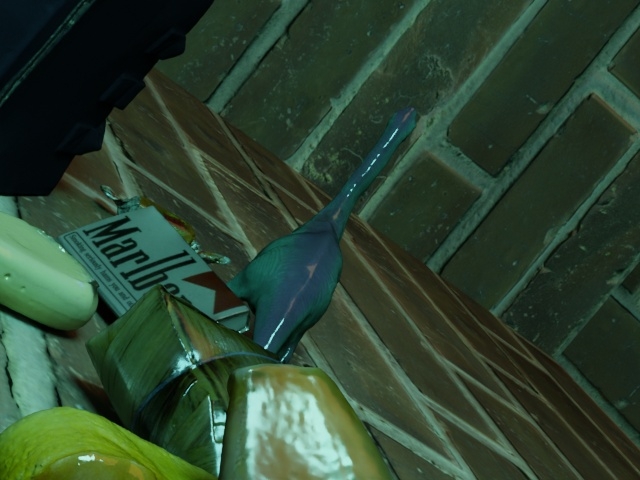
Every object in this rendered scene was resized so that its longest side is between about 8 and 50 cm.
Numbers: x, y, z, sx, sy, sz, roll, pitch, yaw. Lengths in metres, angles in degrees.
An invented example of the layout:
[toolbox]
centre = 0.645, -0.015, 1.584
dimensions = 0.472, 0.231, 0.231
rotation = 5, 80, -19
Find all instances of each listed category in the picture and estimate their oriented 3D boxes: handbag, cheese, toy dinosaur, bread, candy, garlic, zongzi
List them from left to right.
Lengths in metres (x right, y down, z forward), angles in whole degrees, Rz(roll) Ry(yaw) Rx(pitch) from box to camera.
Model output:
[cheese]
centre = -0.293, -0.003, 1.105
dimensions = 0.255, 0.050, 0.127
rotation = 30, 12, -49
[handbag]
centre = -0.262, -0.187, 1.374
dimensions = 0.122, 0.303, 0.329
rotation = 43, 8, 8
[candy]
centre = -0.193, -0.013, 1.662
dimensions = 0.182, 0.046, 0.053
rotation = 32, 12, -12
[bread]
centre = -0.090, 0.185, 0.806
dimensions = 0.245, 0.102, 0.094
rotation = 36, 2, -35
[zongzi]
centre = -0.054, 0.165, 1.072
dimensions = 0.221, 0.112, 0.242
rotation = 31, 19, -51
[toy dinosaur]
centre = 0.000, 0.000, 1.416
dimensions = 0.129, 0.331, 0.383
rotation = 37, 8, -4
[garlic]
centre = 0.009, 0.208, 0.741
dimensions = 0.143, 0.112, 0.318
rotation = 27, 36, -43

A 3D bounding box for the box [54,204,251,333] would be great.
[box]
centre = -0.162, 0.040, 1.307
dimensions = 0.115, 0.036, 0.177
rotation = -21, 49, -33
